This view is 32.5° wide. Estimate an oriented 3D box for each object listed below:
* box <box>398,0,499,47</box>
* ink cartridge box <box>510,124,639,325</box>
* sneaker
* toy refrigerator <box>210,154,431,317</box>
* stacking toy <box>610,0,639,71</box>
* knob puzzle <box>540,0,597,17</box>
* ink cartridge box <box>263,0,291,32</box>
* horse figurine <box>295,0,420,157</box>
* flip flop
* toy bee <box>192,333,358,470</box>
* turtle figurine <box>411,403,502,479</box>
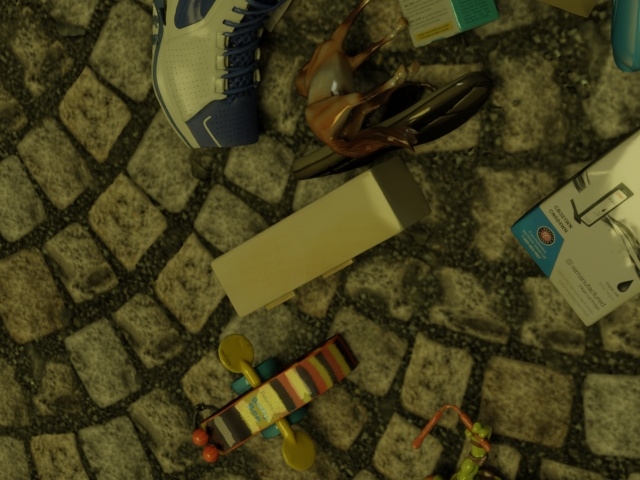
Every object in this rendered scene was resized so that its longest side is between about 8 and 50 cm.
[{"bbox_3d":[0.116,-0.349,1.242,0.100,0.060,0.244,-3,108,63],"label":"box"},{"bbox_3d":[0.342,-0.024,1.234,0.203,0.086,0.148,-41,84,30],"label":"ink cartridge box"},{"bbox_3d":[-0.114,-0.269,1.348,0.182,0.127,0.316,0,106,41],"label":"sneaker"},{"bbox_3d":[0.000,0.000,1.404,0.269,0.102,0.094,-29,91,29],"label":"toy refrigerator"},{"bbox_3d":[0.449,-0.255,1.098,0.301,0.175,0.166,2,113,11],"label":"stacking toy"},{"bbox_3d":[0.244,-0.351,1.178,0.213,0.030,0.213,-4,122,-6],"label":"knob puzzle"},{"bbox_3d":[-0.056,-0.399,1.360,0.181,0.056,0.225,49,138,6],"label":"ink cartridge box"},{"bbox_3d":[0.035,-0.178,1.269,0.066,0.263,0.174,32,122,-35],"label":"horse figurine"},{"bbox_3d":[0.076,-0.148,1.333,0.277,0.112,0.080,-22,79,35],"label":"flip flop"},{"bbox_3d":[-0.088,0.243,1.484,0.195,0.162,0.298,38,117,10],"label":"toy bee"},{"bbox_3d":[0.213,0.349,1.405,0.217,0.087,0.270,14,102,15],"label":"turtle figurine"}]
